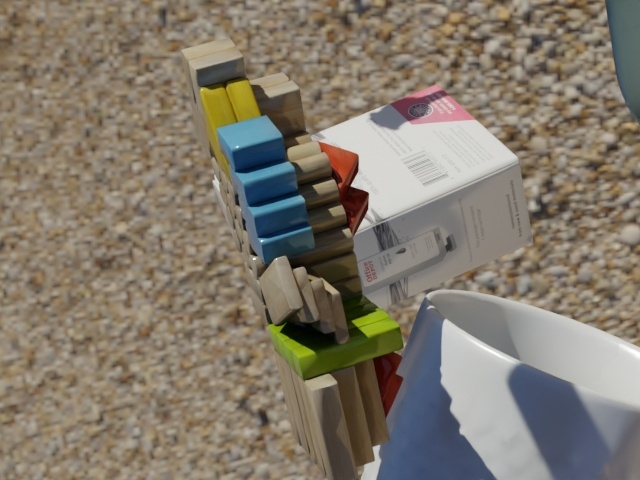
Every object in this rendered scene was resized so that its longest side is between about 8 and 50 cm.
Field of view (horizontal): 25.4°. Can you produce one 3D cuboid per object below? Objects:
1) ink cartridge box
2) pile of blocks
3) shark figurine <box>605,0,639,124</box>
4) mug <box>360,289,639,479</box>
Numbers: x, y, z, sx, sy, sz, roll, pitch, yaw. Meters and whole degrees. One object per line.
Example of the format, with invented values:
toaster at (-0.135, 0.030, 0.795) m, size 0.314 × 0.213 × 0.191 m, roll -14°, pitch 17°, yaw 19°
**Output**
ink cartridge box at (0.053, -0.035, 1.532) m, size 0.207 × 0.283 × 0.117 m, roll -127°, pitch 17°, yaw -53°
pile of blocks at (0.000, 0.000, 1.110) m, size 0.149 × 0.113 × 0.362 m, roll 143°, pitch 109°, yaw -75°
shark figurine at (0.169, -0.089, 0.568) m, size 0.278 × 0.116 × 0.166 m, roll 40°, pitch 109°, yaw -18°
mug at (0.201, 0.250, 1.304) m, size 0.276 × 0.374 × 0.328 m, roll 29°, pitch 105°, yaw 43°
